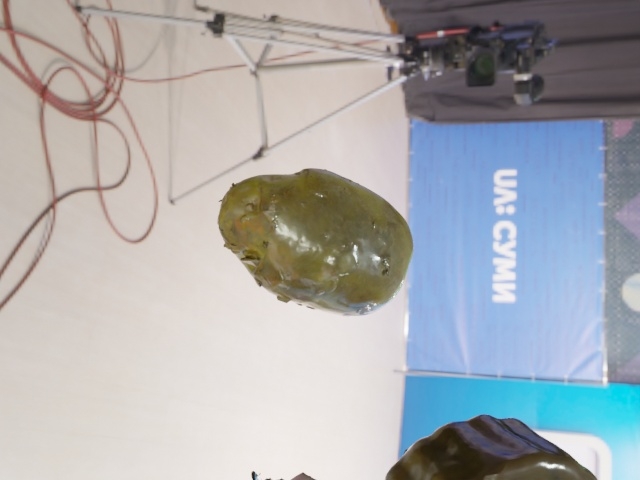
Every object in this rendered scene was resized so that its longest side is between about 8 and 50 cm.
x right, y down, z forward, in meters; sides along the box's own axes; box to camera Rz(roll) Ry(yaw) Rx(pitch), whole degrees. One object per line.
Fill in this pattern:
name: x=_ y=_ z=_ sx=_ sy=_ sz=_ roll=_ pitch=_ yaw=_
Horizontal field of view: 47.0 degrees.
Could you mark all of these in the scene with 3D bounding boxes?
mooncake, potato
mooncake: x=0.216 y=0.371 z=0.938 sx=0.161 sy=0.291 sz=0.290 roll=-138 pitch=-139 yaw=-68
potato: x=0.000 y=0.000 z=1.018 sx=0.141 sy=0.296 sz=0.191 roll=-13 pitch=-117 yaw=65

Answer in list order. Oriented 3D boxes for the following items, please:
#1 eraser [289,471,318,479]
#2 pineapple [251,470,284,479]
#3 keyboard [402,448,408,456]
eraser: x=-0.095 y=0.388 z=0.803 sx=0.287 sy=0.086 sz=0.130 roll=-23 pitch=105 yaw=-35
pineapple: x=-0.166 y=0.537 z=1.424 sx=0.361 sy=0.175 sz=0.174 roll=8 pitch=83 yaw=-57
keyboard: x=0.186 y=0.419 z=1.173 sx=0.196 sy=0.015 sz=0.074 roll=48 pitch=39 yaw=-20
